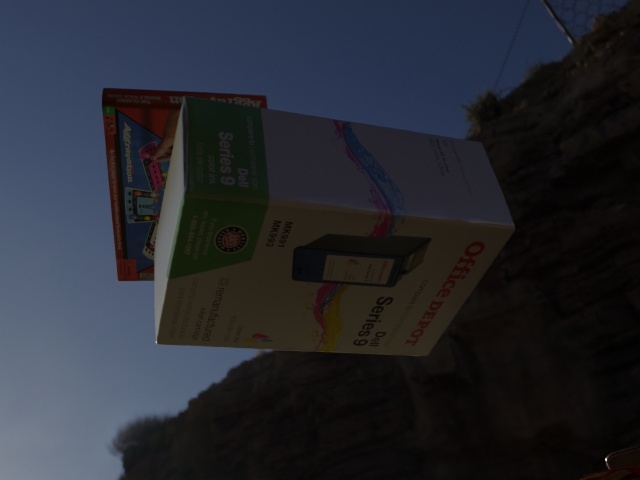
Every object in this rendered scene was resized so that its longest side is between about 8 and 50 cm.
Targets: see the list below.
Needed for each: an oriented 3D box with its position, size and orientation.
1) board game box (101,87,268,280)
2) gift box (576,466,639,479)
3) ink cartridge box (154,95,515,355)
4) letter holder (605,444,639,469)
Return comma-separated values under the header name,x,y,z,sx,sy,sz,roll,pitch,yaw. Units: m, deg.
name,x,y,z,sx,sy,sz,roll,pitch,yaw
board game box,-0.142,-0.042,0.737,0.145,0.027,0.281,-1,-35,-13
gift box,0.346,0.301,0.556,0.255,0.258,0.276,-8,-32,16
ink cartridge box,0.000,0.000,0.495,0.212,0.093,0.154,5,-42,-19
letter holder,0.687,0.404,1.232,0.152,0.215,0.301,-27,-1,-44
